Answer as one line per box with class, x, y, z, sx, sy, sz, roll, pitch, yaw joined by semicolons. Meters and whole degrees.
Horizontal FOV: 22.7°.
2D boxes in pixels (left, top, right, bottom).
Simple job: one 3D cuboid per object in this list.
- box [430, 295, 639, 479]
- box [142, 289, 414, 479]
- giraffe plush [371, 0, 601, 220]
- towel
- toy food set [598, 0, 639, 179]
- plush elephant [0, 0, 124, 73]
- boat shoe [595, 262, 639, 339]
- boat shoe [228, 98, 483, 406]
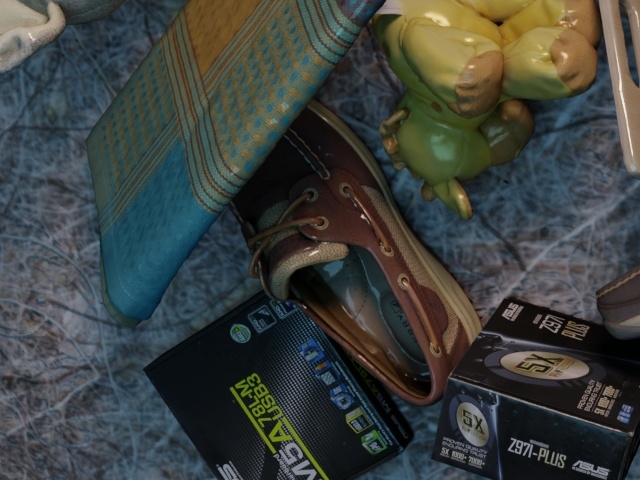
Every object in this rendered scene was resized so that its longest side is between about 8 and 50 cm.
box;0.188;0.128;1.283;0.147;0.180;0.077;17;114;16
box;-0.040;0.148;1.456;0.184;0.045;0.191;-32;93;25
giraffe plush;0.112;-0.113;1.258;0.210;0.181;0.170;3;130;10
towel;-0.070;-0.135;1.269;0.040;0.271;0.370;26;118;-28
toy food set;0.348;-0.180;1.110;0.306;0.092;0.220;-15;68;26
plush elephant;-0.246;-0.274;1.282;0.255;0.272;0.330;21;143;28
boat shoe;0.355;-0.048;1.204;0.355;0.132;0.130;-33;74;19
boat shoe;0.000;0.000;1.344;0.123;0.123;0.342;-38;88;27
